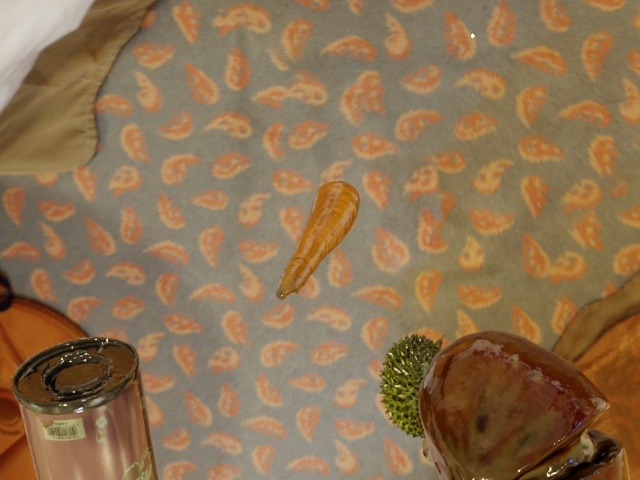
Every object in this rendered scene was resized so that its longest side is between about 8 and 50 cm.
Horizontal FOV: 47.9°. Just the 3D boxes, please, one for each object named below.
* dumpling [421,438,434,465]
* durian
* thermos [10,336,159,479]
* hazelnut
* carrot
[{"bbox_3d":[0.291,0.430,1.547,0.136,0.199,0.118,18,126,8],"label":"dumpling"},{"bbox_3d":[0.183,0.258,1.365,0.137,0.221,0.096,7,138,-2],"label":"durian"},{"bbox_3d":[-0.206,0.270,0.686,0.109,0.136,0.330,-4,112,-2],"label":"thermos"},{"bbox_3d":[0.212,0.223,0.803,0.217,0.217,0.252,-36,74,19],"label":"hazelnut"},{"bbox_3d":[0.000,0.000,0.848,0.061,0.257,0.061,8,124,11],"label":"carrot"}]
